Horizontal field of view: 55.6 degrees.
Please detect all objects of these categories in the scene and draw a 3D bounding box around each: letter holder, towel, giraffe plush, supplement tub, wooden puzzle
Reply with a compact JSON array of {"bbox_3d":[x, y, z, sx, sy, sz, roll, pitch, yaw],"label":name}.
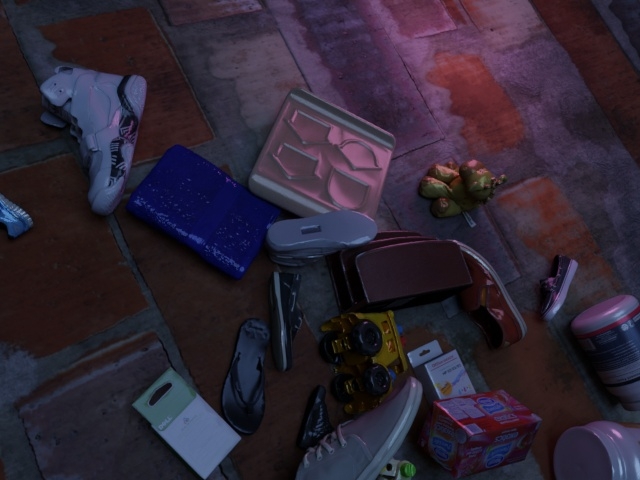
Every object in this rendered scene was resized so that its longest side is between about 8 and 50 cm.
[{"bbox_3d":[0.187,0.055,1.506,0.302,0.152,0.214,-7,72,-25],"label":"letter holder"},{"bbox_3d":[-0.266,-0.065,1.408,0.308,0.076,0.227,34,54,-8],"label":"towel"},{"bbox_3d":[0.403,-0.147,1.662,0.210,0.170,0.181,42,60,-3],"label":"giraffe plush"},{"bbox_3d":[0.837,0.304,1.662,0.191,0.191,0.272,-25,82,-29],"label":"supplement tub"},{"bbox_3d":[0.772,0.570,1.512,0.317,0.228,0.228,10,67,-19],"label":"supplement tub"},{"bbox_3d":[0.009,-0.189,1.547,0.322,0.080,0.347,25,59,-9],"label":"wooden puzzle"}]

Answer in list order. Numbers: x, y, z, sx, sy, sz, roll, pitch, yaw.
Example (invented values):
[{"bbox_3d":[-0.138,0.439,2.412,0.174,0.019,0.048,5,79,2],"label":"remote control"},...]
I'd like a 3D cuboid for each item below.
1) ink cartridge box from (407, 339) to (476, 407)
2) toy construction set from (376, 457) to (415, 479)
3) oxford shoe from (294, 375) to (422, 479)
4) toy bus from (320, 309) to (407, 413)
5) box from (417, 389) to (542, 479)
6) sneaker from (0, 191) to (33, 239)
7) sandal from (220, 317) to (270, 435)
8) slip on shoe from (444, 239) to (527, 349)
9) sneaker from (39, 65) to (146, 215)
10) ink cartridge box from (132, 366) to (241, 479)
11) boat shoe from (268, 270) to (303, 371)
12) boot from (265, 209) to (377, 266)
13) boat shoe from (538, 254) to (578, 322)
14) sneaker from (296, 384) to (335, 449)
[{"bbox_3d":[0.302,0.340,1.494,0.104,0.061,0.181,-19,79,-27],"label":"ink cartridge box"},{"bbox_3d":[0.220,0.582,1.329,0.328,0.151,0.214,21,63,-2],"label":"toy construction set"},{"bbox_3d":[0.041,0.445,1.224,0.130,0.169,0.449,40,89,6],"label":"oxford shoe"},{"bbox_3d":[0.129,0.272,1.416,0.212,0.149,0.220,-4,74,-41],"label":"toy bus"},{"bbox_3d":[0.368,0.440,1.396,0.257,0.128,0.122,2,113,-36],"label":"box"},{"bbox_3d":[-0.672,-0.063,1.234,0.162,0.063,0.073,37,64,-6],"label":"sneaker"},{"bbox_3d":[-0.160,0.290,1.321,0.097,0.054,0.254,10,67,-19],"label":"sandal"},{"bbox_3d":[0.413,0.141,1.592,0.101,0.123,0.331,-34,91,-26],"label":"slip on shoe"},{"bbox_3d":[-0.513,-0.230,1.328,0.210,0.137,0.365,12,61,-18],"label":"sneaker"},{"bbox_3d":[-0.275,0.373,1.235,0.209,0.062,0.109,46,60,-1],"label":"ink cartridge box"},{"bbox_3d":[-0.073,0.182,1.383,0.079,0.084,0.232,6,65,-21],"label":"boat shoe"},{"bbox_3d":[0.000,0.000,1.437,0.259,0.123,0.095,-3,64,-5],"label":"boot"},{"bbox_3d":[0.660,0.128,1.725,0.076,0.080,0.228,31,63,10],"label":"boat shoe"},{"bbox_3d":[0.004,0.416,1.348,0.089,0.051,0.170,25,67,-13],"label":"sneaker"}]
